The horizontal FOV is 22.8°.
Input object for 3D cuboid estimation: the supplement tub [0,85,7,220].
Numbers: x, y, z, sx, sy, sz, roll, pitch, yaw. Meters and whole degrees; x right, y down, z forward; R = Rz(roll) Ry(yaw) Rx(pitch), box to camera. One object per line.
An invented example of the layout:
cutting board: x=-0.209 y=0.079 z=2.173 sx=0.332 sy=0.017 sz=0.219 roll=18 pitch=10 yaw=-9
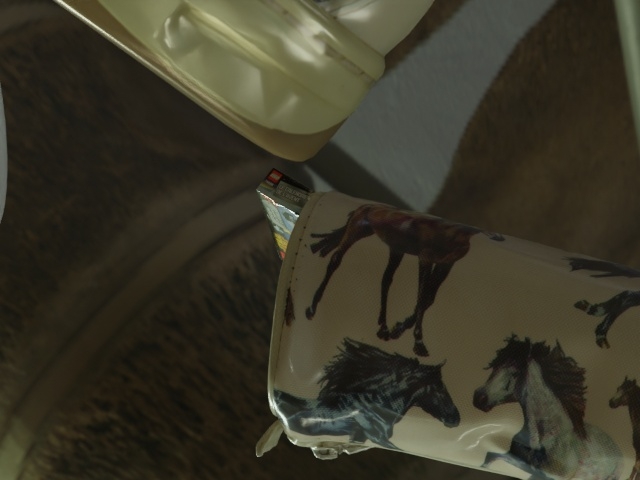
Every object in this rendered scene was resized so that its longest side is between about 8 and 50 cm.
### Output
supplement tub: x=-0.395 y=-0.070 z=1.116 sx=0.316 sy=0.193 sz=0.193 roll=-2 pitch=-110 yaw=3

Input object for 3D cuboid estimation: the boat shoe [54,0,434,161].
boat shoe: x=-0.080 y=-0.136 z=0.276 sx=0.110 sy=0.341 sz=0.121 roll=-48 pitch=-131 yaw=8

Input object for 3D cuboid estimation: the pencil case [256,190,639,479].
pencil case: x=0.166 y=0.100 z=1.066 sx=0.410 sy=0.160 sz=0.183 roll=14 pitch=-75 yaw=8

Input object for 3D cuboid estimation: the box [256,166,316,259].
box: x=0.000 y=0.000 z=1.324 sx=0.094 sy=0.137 sz=0.027 roll=31 pitch=-107 yaw=19
